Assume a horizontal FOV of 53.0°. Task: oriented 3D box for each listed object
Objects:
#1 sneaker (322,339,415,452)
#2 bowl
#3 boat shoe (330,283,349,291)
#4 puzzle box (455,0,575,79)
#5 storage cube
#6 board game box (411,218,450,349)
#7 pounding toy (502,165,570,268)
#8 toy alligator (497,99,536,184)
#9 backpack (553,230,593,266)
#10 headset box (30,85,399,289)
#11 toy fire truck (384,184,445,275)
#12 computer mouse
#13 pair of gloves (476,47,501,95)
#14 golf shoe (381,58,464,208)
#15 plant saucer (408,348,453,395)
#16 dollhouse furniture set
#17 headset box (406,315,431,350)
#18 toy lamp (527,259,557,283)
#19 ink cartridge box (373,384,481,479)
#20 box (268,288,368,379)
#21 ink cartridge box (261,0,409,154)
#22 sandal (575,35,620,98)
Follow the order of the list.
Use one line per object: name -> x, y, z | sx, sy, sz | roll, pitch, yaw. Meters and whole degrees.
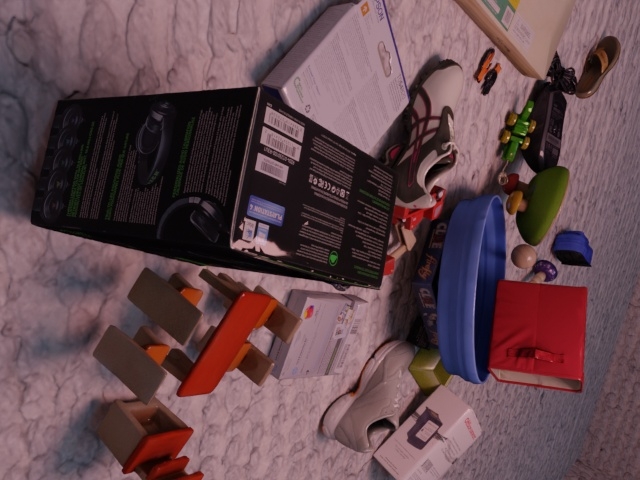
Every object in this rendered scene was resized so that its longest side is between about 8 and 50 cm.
sneaker -> 0.127, 0.317, 1.282 | 0.262, 0.121, 0.099 | -46, 141, -25
bowl -> 0.320, 0.098, 1.336 | 0.391, 0.077, 0.392 | 5, 90, -66
boat shoe -> 0.000, 0.000, 0.965 | 0.065, 0.083, 0.183 | -47, 141, -23
puzzle box -> 0.387, -0.499, 1.194 | 0.408, 0.052, 0.272 | 15, 98, -54
storage cube -> 0.468, 0.205, 1.367 | 0.215, 0.183, 0.193 | 45, 52, -60
board game box -> 0.251, 0.097, 1.338 | 0.165, 0.042, 0.243 | -66, 149, -32
pounding toy -> 0.440, -0.066, 1.401 | 0.183, 0.110, 0.237 | -32, 143, -84
toy alligator -> 0.421, -0.215, 1.410 | 0.051, 0.056, 0.190 | -98, -154, -80
backpack -> 0.759, 0.019, 1.941 | 0.120, 0.097, 0.101 | 30, 65, -46
headset box -> -0.106, -0.044, 0.649 | 0.246, 0.283, 0.131 | 20, 79, -56
toy fire truck -> 0.157, -0.023, 1.184 | 0.192, 0.047, 0.135 | -22, 127, -45
computer mouse -> 0.516, -0.279, 1.482 | 0.188, 0.072, 0.272 | 16, 85, -52
pair of gloves -> 0.328, -0.328, 1.255 | 0.074, 0.010, 0.083 | -61, 147, -8
golf shoe -> 0.193, -0.174, 1.082 | 0.105, 0.120, 0.273 | 33, 82, -53
plant saucer -> 0.299, 0.275, 1.542 | 0.188, 0.045, 0.188 | -53, 142, -16
dollhouse furniture set -> -0.147, 0.172, 0.793 | 0.259, 0.135, 0.262 | -57, 157, 6
headset box -> 0.226, 0.205, 1.419 | 0.083, 0.032, 0.062 | 27, 88, -56
toy lamp -> 0.567, 0.146, 1.782 | 0.274, 0.080, 0.080 | -36, 135, -36
ink cartridge box -> 0.261, 0.485, 1.535 | 0.237, 0.100, 0.172 | -43, 140, -10
box -> -0.002, 0.161, 1.096 | 0.186, 0.038, 0.145 | 10, 101, -55
ink cartridge box -> 0.032, -0.210, 0.916 | 0.224, 0.045, 0.223 | -51, 143, -21
sandal -> 0.694, -0.443, 1.619 | 0.049, 0.072, 0.180 | 33, 87, -33
